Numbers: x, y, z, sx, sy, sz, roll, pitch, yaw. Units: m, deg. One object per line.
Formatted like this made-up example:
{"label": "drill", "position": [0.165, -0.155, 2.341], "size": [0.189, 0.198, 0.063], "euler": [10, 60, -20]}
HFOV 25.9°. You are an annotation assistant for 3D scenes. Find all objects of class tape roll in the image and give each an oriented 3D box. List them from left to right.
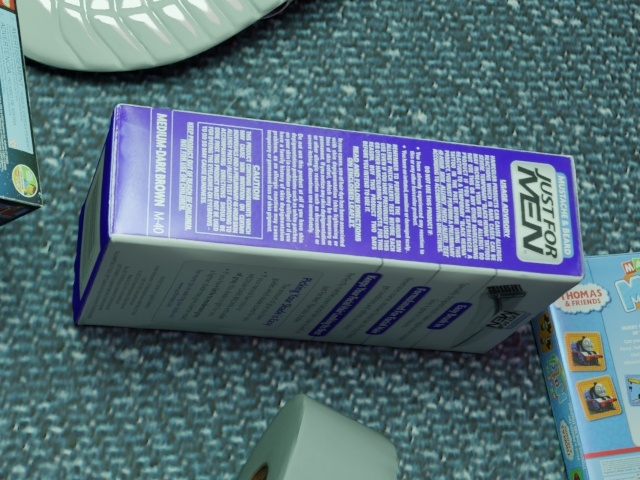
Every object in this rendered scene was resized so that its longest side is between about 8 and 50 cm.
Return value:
{"label": "tape roll", "position": [-0.030, 0.214, 0.917], "size": [0.072, 0.219, 0.219], "euler": [27, 65, -7]}

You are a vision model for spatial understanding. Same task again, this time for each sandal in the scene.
{"label": "sandal", "position": [-0.080, -0.248, 1.146], "size": [0.416, 0.102, 0.169], "euler": [-22, 92, -10]}

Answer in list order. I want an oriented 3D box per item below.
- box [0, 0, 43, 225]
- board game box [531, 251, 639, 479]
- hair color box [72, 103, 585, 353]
{"label": "box", "position": [-0.294, -0.062, 0.947], "size": [0.044, 0.233, 0.159], "euler": [14, 61, -55]}
{"label": "board game box", "position": [0.265, 0.114, 1.147], "size": [0.160, 0.039, 0.211], "euler": [-4, 72, -19]}
{"label": "hair color box", "position": [0.000, 0.000, 1.027], "size": [0.339, 0.185, 0.110], "euler": [7, 67, -15]}
